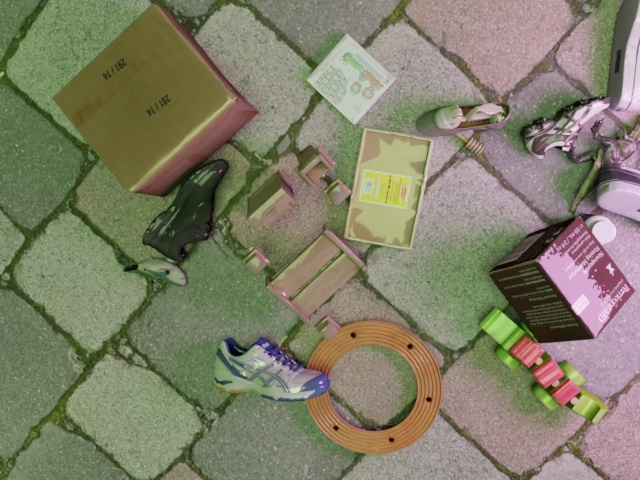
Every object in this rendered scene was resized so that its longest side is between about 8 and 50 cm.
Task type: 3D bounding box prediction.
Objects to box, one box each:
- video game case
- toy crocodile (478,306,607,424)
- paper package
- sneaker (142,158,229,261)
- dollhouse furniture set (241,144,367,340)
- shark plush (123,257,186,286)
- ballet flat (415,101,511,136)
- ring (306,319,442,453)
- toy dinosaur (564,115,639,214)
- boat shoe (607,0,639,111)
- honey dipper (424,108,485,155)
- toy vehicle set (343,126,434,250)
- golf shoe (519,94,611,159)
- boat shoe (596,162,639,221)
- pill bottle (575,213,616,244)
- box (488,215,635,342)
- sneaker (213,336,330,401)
[{"bbox_3d":[0.070,-0.374,1.323,0.157,0.019,0.143,43,99,0],"label":"video game case"},{"bbox_3d":[0.507,0.289,1.306,0.115,0.105,0.340,-44,90,8],"label":"toy crocodile"},{"bbox_3d":[-0.369,-0.308,1.291,0.325,0.168,0.309,-41,84,9],"label":"paper package"},{"bbox_3d":[-0.299,-0.071,1.363,0.130,0.109,0.286,39,105,-9],"label":"sneaker"},{"bbox_3d":[0.000,0.000,1.341,0.303,0.174,0.355,-42,109,9],"label":"dollhouse furniture set"},{"bbox_3d":[-0.415,0.085,1.406,0.161,0.073,0.067,-3,126,2],"label":"shark plush"},{"bbox_3d":[0.321,-0.279,1.266,0.213,0.068,0.072,-6,75,-4],"label":"ballet flat"},{"bbox_3d":[0.127,0.358,1.390,0.336,0.032,0.337,1,95,6],"label":"ring"},{"bbox_3d":[0.625,-0.194,1.268,0.118,0.064,0.268,39,102,-6],"label":"toy dinosaur"},{"bbox_3d":[0.690,-0.413,1.220,0.088,0.096,0.268,3,98,1],"label":"boat shoe"},{"bbox_3d":[0.306,-0.254,1.309,0.160,0.030,0.030,38,98,4],"label":"honey dipper"},{"bbox_3d":[0.158,-0.120,1.333,0.165,0.035,0.267,11,97,4],"label":"toy vehicle set"},{"bbox_3d":[0.552,-0.252,1.264,0.198,0.077,0.094,-25,98,18],"label":"golf shoe"},{"bbox_3d":[0.739,-0.088,1.245,0.301,0.108,0.102,18,62,-8],"label":"boat shoe"},{"bbox_3d":[0.604,-0.023,1.255,0.067,0.120,0.067,1,96,6],"label":"pill bottle"},{"bbox_3d":[0.515,0.089,1.225,0.168,0.167,0.203,-38,91,-24],"label":"box"},{"bbox_3d":[-0.122,0.302,1.356,0.296,0.112,0.131,3,91,14],"label":"sneaker"}]
